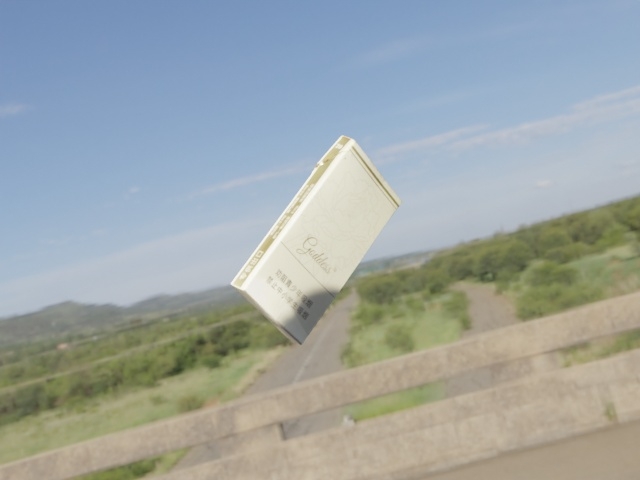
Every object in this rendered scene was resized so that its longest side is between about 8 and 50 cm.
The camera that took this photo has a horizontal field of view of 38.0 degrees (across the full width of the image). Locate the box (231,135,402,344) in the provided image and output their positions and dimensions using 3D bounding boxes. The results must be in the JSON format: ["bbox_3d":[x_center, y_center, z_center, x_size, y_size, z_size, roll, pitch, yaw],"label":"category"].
[{"bbox_3d":[0.000,0.000,0.971,0.029,0.109,0.198,18,67,48],"label":"box"}]
